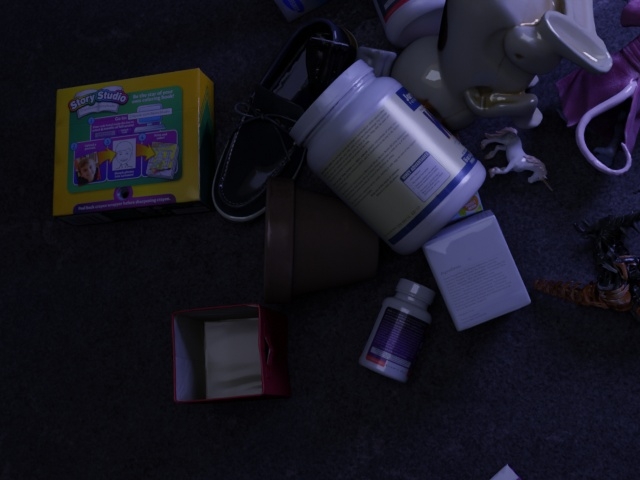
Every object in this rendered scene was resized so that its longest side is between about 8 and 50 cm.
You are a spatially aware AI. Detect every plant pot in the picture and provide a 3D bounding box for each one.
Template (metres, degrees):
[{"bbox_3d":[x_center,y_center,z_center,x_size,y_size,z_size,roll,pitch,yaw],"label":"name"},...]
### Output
[{"bbox_3d":[0.000,0.000,1.754,0.229,0.263,0.263,0,78,-2],"label":"plant pot"}]

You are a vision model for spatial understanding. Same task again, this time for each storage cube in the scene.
[{"bbox_3d":[-0.180,0.237,1.762,0.215,0.193,0.183,-8,77,15],"label":"storage cube"}]

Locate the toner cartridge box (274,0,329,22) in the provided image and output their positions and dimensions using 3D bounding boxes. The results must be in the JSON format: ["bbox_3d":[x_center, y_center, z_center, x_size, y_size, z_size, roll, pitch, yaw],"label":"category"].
[{"bbox_3d":[-0.059,-0.603,1.823,0.165,0.348,0.075,-26,74,9],"label":"toner cartridge box"}]

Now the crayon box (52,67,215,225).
[{"bbox_3d":[-0.427,-0.211,1.970,0.363,0.106,0.313,-5,76,14],"label":"crayon box"}]

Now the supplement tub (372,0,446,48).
[{"bbox_3d":[0.192,-0.567,1.830,0.191,0.191,0.272,-21,74,10],"label":"supplement tub"}]

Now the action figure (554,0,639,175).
[{"bbox_3d":[0.605,-0.341,1.621,0.248,0.276,0.370,41,119,2],"label":"action figure"}]

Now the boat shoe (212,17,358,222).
[{"bbox_3d":[-0.091,-0.269,1.866,0.187,0.156,0.500,32,89,17],"label":"boat shoe"}]

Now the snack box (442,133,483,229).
[{"bbox_3d":[0.217,-0.103,1.789,0.207,0.070,0.174,-18,76,12],"label":"snack box"}]

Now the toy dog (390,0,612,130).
[{"bbox_3d":[0.301,-0.356,1.669,0.408,0.395,0.284,-42,43,49],"label":"toy dog"}]

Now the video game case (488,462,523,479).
[{"bbox_3d":[0.358,0.580,1.622,0.210,0.042,0.232,-43,71,5],"label":"video game case"}]

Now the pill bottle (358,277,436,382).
[{"bbox_3d":[0.160,0.179,1.726,0.108,0.108,0.193,22,85,18],"label":"pill bottle"}]

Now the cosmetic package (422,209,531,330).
[{"bbox_3d":[0.300,0.055,1.668,0.151,0.151,0.183,-23,93,10],"label":"cosmetic package"}]

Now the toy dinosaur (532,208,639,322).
[{"bbox_3d":[0.572,0.059,1.624,0.322,0.164,0.218,-11,91,7],"label":"toy dinosaur"}]

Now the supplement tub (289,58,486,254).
[{"bbox_3d":[0.124,-0.158,1.625,0.325,0.235,0.235,44,92,-1],"label":"supplement tub"}]

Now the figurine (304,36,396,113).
[{"bbox_3d":[0.054,-0.304,1.793,0.092,0.215,0.209,28,112,49],"label":"figurine"}]

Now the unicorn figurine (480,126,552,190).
[{"bbox_3d":[0.396,-0.166,1.759,0.111,0.060,0.161,-18,75,12],"label":"unicorn figurine"}]
